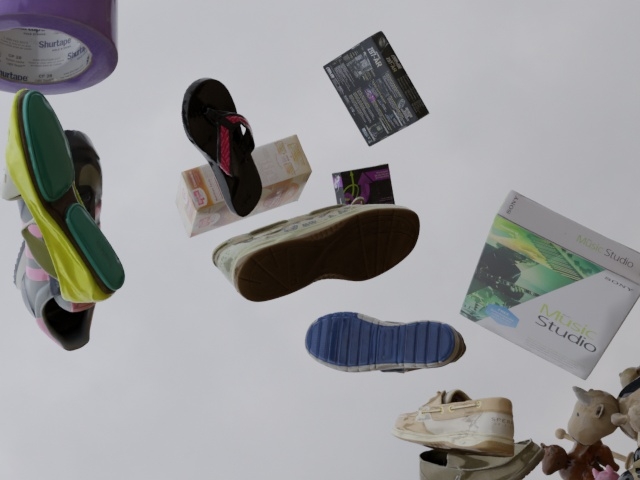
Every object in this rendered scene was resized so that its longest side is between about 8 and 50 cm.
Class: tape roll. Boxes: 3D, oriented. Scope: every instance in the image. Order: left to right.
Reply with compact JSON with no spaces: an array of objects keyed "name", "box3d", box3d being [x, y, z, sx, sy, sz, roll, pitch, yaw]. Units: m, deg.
[{"name":"tape roll","box3d":[-0.322,-0.240,1.347,0.189,0.189,0.080,51,-146,-66]}]

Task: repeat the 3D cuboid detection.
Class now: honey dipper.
[{"name":"honey dipper","box3d":[0.439,0.326,1.869,0.030,0.161,0.030,-29,-52,-45]}]

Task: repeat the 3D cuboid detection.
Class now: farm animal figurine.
[{"name":"farm animal figurine","box3d":[0.438,0.253,1.640,0.327,0.172,0.330,-39,9,-9]}]

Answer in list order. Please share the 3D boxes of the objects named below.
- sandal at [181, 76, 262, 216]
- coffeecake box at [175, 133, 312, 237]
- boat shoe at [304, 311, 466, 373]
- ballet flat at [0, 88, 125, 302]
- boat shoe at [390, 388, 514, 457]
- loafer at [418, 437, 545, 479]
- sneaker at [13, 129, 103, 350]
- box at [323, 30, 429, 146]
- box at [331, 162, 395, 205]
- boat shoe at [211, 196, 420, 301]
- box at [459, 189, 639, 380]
[{"name":"sandal","box3d":[-0.088,-0.094,1.214,0.067,0.040,0.179,-52,-40,-27]},{"name":"coffeecake box","box3d":[-0.120,-0.081,1.820,0.185,0.068,0.142,-20,-12,-15]},{"name":"boat shoe","box3d":[0.071,0.119,1.313,0.066,0.183,0.066,30,-113,-58]},{"name":"ballet flat","box3d":[-0.275,-0.036,1.202,0.077,0.077,0.231,-59,-49,-60]},{"name":"boat shoe","box3d":[0.128,0.170,1.138,0.063,0.170,0.059,19,-104,-28]},{"name":"loafer","box3d":[0.152,0.221,1.187,0.148,0.050,0.056,-25,6,35]},{"name":"sneaker","box3d":[-0.297,0.007,1.440,0.112,0.131,0.319,-19,-31,-25]},{"name":"box","box3d":[0.047,-0.131,1.040,0.067,0.083,0.018,-26,6,47]},{"name":"box","box3d":[0.085,-0.049,2.121,0.116,0.029,0.162,-13,-84,-38]},{"name":"boat shoe","box3d":[0.000,0.000,1.552,0.285,0.089,0.104,-11,-61,-31]},{"name":"box","box3d":[0.347,0.075,1.808,0.058,0.232,0.322,-56,-13,-29]}]
